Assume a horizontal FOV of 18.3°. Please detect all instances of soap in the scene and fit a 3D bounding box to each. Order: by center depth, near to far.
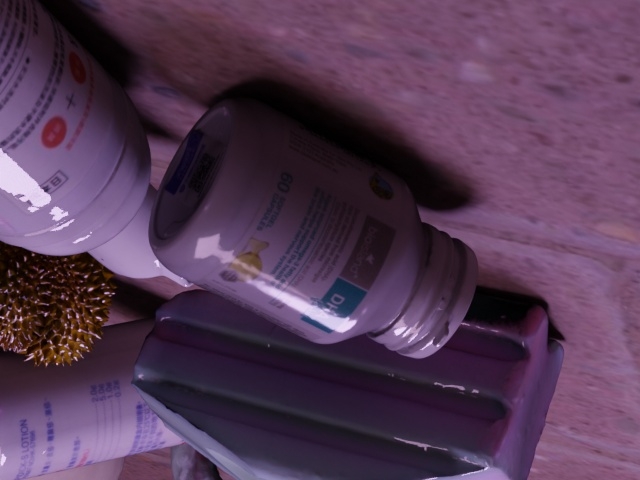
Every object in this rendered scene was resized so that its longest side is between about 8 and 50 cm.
[{"bbox_3d":[0.016,0.123,1.633,0.324,0.193,0.109,12,159,21],"label":"soap"}]

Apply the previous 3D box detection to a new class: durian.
[{"bbox_3d":[-0.263,0.042,1.794,0.158,0.137,0.168,4,151,-16],"label":"durian"}]

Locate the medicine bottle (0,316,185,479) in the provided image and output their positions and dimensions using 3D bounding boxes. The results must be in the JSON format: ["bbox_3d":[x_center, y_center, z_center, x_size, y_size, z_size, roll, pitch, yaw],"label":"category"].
[{"bbox_3d":[-0.279,0.159,1.866,0.341,0.130,0.130,-11,176,-29],"label":"medicine bottle"}]

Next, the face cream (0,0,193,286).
[{"bbox_3d":[-0.202,-0.069,1.388,0.145,0.145,0.370,8,157,29],"label":"face cream"}]

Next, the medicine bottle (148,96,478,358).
[{"bbox_3d":[0.000,0.000,1.400,0.215,0.135,0.135,27,159,-21],"label":"medicine bottle"}]

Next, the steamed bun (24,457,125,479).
[{"bbox_3d":[-0.416,0.239,2.311,0.374,0.241,0.374,14,161,5],"label":"steamed bun"}]

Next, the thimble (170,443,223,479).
[{"bbox_3d":[-0.044,0.234,2.038,0.211,0.185,0.149,-15,162,-5],"label":"thimble"}]
